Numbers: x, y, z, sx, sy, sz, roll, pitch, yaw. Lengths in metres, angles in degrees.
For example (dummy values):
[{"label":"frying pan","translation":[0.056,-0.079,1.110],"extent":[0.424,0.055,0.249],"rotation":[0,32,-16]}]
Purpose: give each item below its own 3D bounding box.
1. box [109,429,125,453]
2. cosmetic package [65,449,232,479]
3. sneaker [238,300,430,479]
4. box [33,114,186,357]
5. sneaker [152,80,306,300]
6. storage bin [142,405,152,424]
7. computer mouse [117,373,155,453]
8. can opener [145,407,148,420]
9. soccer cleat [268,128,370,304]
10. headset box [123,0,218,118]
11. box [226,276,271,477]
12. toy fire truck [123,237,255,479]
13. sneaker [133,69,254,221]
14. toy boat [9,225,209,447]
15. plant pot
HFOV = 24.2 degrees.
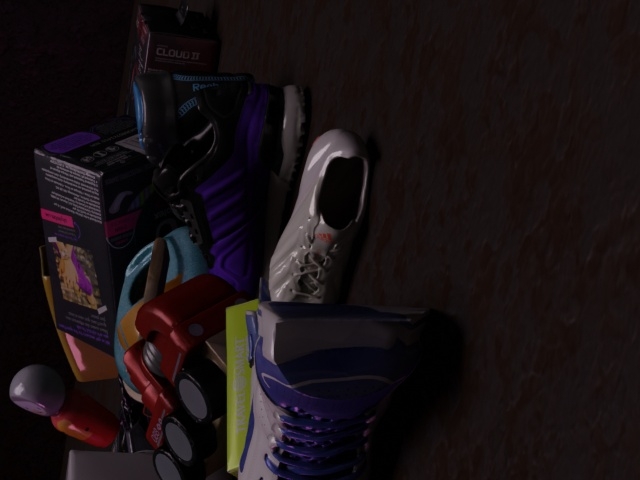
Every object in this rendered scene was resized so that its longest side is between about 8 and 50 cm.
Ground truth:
[{"label":"box","translation":[-0.335,0.464,2.523],"extent":[0.270,0.060,0.216],"rotation":[117,156,-58]},{"label":"cosmetic package","translation":[-0.183,0.392,1.611],"extent":[0.365,0.197,0.155],"rotation":[-106,25,-62]},{"label":"sneaker","translation":[0.005,0.140,1.120],"extent":[0.315,0.128,0.182],"rotation":[142,130,-81]},{"label":"box","translation":[-0.259,-0.006,1.971],"extent":[0.143,0.165,0.270],"rotation":[21,124,39]},{"label":"sneaker","translation":[-0.112,-0.041,1.607],"extent":[0.102,0.146,0.293],"rotation":[-109,28,-61]},{"label":"storage bin","translation":[-0.170,0.193,1.890],"extent":[0.135,0.098,0.091],"rotation":[-109,38,-61]},{"label":"computer mouse","translation":[-0.227,0.318,2.049],"extent":[0.188,0.072,0.272],"rotation":[107,154,-61]},{"label":"can opener","translation":[-0.216,0.207,2.097],"extent":[0.280,0.074,0.093],"rotation":[122,150,-62]},{"label":"soccer cleat","translation":[0.000,0.000,1.295],"extent":[0.076,0.068,0.196],"rotation":[-128,48,-67]},{"label":"headset box","translation":[-0.236,-0.224,2.293],"extent":[0.218,0.110,0.293],"rotation":[-119,37,-68]},{"label":"box","translation":[-0.042,0.136,1.339],"extent":[0.109,0.042,0.178],"rotation":[42,-141,-51]},{"label":"toy fire truck","translation":[-0.140,0.096,1.532],"extent":[0.246,0.158,0.217],"rotation":[47,144,21]},{"label":"sneaker","translation":[-0.122,-0.106,1.770],"extent":[0.341,0.140,0.125],"rotation":[70,-168,-76]},{"label":"toy boat","translation":[-0.230,0.127,1.807],"extent":[0.318,0.148,0.267],"rotation":[-43,31,19]},{"label":"plant pot","translation":[-0.328,0.109,2.370],"extent":[0.212,0.212,0.187],"rotation":[-132,37,-73]}]
